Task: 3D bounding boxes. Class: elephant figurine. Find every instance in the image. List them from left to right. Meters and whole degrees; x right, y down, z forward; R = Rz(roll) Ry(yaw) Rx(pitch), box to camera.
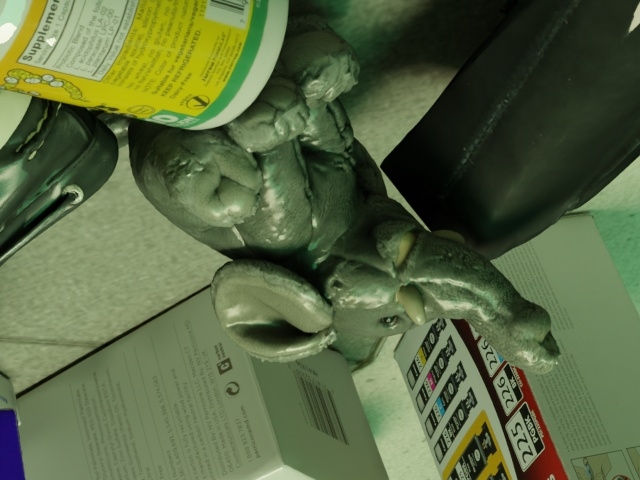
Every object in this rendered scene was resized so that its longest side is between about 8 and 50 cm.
[{"bbox_3d":[0.000,0.000,0.834,0.169,0.186,0.239,-35,118,0],"label":"elephant figurine"}]

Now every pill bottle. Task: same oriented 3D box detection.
[{"bbox_3d":[-0.129,-0.127,0.670,0.208,0.118,0.117,10,138,-40],"label":"pill bottle"}]

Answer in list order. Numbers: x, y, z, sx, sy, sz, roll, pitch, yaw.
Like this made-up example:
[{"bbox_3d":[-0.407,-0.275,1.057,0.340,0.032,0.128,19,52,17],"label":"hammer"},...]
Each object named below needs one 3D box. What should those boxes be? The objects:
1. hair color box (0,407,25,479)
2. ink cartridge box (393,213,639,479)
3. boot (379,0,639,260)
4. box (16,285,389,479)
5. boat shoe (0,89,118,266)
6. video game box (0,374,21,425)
[{"bbox_3d":[-0.350,0.216,0.956,0.185,0.110,0.339,2,155,-35],"label":"hair color box"},{"bbox_3d":[0.182,0.184,1.148,0.130,0.309,0.272,-7,146,-20],"label":"ink cartridge box"},{"bbox_3d":[0.266,-0.174,0.788,0.367,0.146,0.445,-16,154,-29],"label":"boot"},{"bbox_3d":[-0.145,0.212,1.146,0.345,0.168,0.215,-30,148,15],"label":"box"},{"bbox_3d":[-0.251,0.019,0.824,0.340,0.127,0.113,-43,131,19],"label":"boat shoe"},{"bbox_3d":[-0.355,0.127,1.010,0.205,0.048,0.187,-23,152,5],"label":"video game box"}]
